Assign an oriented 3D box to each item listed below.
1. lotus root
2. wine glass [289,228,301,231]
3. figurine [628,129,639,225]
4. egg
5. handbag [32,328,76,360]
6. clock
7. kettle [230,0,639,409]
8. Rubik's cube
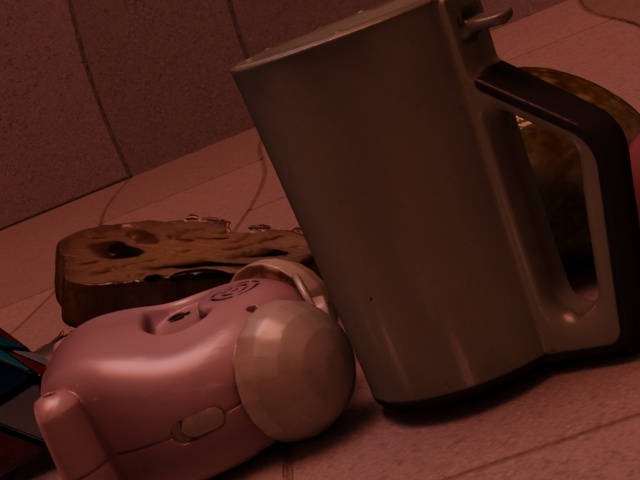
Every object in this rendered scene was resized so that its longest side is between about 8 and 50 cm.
[{"bbox_3d":[-0.177,0.049,2.018,0.391,0.111,0.375,10,12,39],"label":"lotus root"},{"bbox_3d":[0.000,0.000,2.281,0.198,0.066,0.066,-18,14,28],"label":"wine glass"},{"bbox_3d":[0.382,-0.053,1.581,0.173,0.173,0.173,-23,13,5],"label":"figurine"},{"bbox_3d":[0.248,-0.078,1.759,0.290,0.238,0.238,-4,21,27],"label":"egg"},{"bbox_3d":[-0.297,0.163,2.032,0.183,0.117,0.270,17,41,43],"label":"handbag"},{"bbox_3d":[-0.127,0.146,1.695,0.326,0.184,0.342,-20,18,0],"label":"clock"},{"bbox_3d":[0.135,-0.052,1.509,0.361,0.376,0.250,-13,13,36],"label":"kettle"},{"bbox_3d":[-0.441,0.131,1.877,0.284,0.234,0.250,-28,43,14],"label":"Rubik's cube"}]
